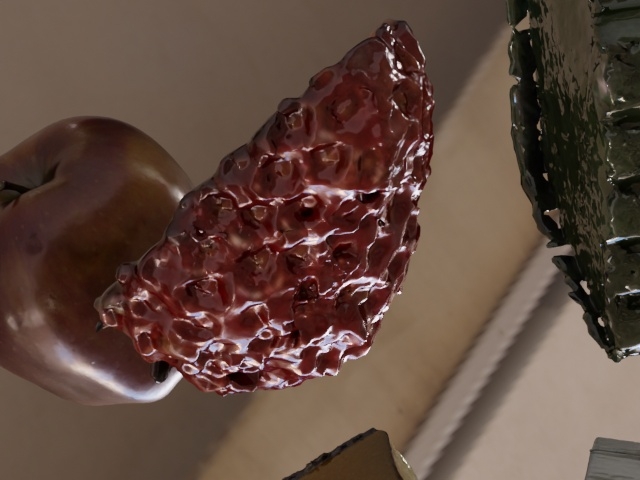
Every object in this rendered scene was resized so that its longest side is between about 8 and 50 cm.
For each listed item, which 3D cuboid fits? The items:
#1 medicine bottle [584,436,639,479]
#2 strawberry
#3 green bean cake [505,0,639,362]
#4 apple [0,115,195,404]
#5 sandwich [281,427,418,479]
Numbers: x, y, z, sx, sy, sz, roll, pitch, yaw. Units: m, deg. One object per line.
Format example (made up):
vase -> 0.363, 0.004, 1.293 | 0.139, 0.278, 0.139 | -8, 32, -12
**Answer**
medicine bottle -> 0.322, 0.235, 1.400 | 0.252, 0.144, 0.144 | 8, -124, 10
strawberry -> 0.000, 0.000, 0.888 | 0.190, 0.111, 0.236 | -38, 174, -39
green bean cake -> 0.200, -0.086, 1.140 | 0.132, 0.255, 0.241 | -9, -147, -2
apple -> -0.247, 0.023, 1.940 | 0.288, 0.317, 0.288 | -25, -144, 20
sandwich -> -0.010, 0.220, 1.101 | 0.193, 0.058, 0.162 | -35, -148, 4
